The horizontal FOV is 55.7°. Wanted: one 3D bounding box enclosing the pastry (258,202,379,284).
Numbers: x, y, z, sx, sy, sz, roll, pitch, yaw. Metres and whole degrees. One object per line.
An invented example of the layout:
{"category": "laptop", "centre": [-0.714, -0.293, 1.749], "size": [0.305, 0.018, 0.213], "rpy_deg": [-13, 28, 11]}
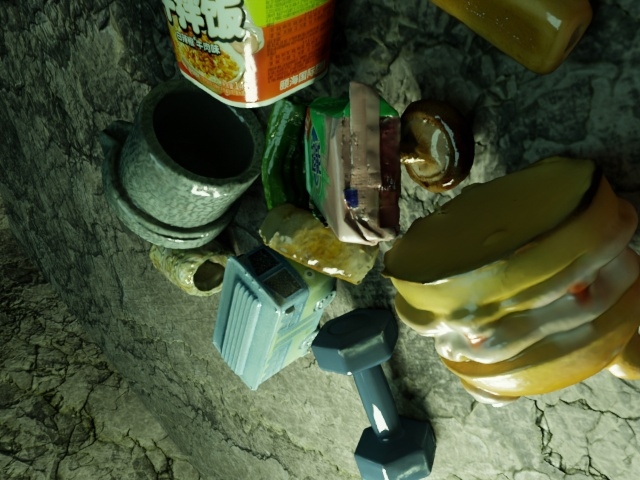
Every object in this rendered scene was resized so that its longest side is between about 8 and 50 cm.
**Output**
{"category": "pastry", "centre": [0.000, 0.000, 0.999], "size": [0.193, 0.182, 0.093], "rpy_deg": [24, 93, 6]}

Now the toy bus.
{"category": "toy bus", "centre": [-0.093, 0.136, 1.198], "size": [0.152, 0.190, 0.312], "rpy_deg": [45, 142, 22]}

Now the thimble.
{"category": "thimble", "centre": [-0.288, 0.045, 1.404], "size": [0.144, 0.190, 0.137], "rpy_deg": [29, 96, 28]}

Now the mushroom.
{"category": "mushroom", "centre": [0.150, -0.124, 0.804], "size": [0.127, 0.087, 0.127], "rpy_deg": [36, 141, 35]}

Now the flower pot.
{"category": "flower pot", "centre": [-0.277, -0.144, 1.156], "size": [0.299, 0.299, 0.283], "rpy_deg": [55, 141, 8]}

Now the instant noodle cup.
{"category": "instant noodle cup", "centre": [-0.098, -0.370, 0.816], "size": [0.294, 0.294, 0.307], "rpy_deg": [38, 146, 29]}

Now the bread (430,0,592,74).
{"category": "bread", "centre": [0.184, -0.280, 0.664], "size": [0.239, 0.074, 0.092], "rpy_deg": [46, 158, 23]}

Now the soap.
{"category": "soap", "centre": [0.041, -0.111, 0.836], "size": [0.273, 0.098, 0.217], "rpy_deg": [-119, 28, -72]}

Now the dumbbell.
{"category": "dumbbell", "centre": [0.102, 0.286, 1.102], "size": [0.143, 0.157, 0.316], "rpy_deg": [-137, 26, -75]}

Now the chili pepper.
{"category": "chili pepper", "centre": [-0.057, -0.136, 1.044], "size": [0.083, 0.099, 0.253], "rpy_deg": [46, 143, 35]}

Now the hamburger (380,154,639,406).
{"category": "hamburger", "centre": [0.233, 0.058, 0.696], "size": [0.276, 0.276, 0.236], "rpy_deg": [-12, 116, 54]}
